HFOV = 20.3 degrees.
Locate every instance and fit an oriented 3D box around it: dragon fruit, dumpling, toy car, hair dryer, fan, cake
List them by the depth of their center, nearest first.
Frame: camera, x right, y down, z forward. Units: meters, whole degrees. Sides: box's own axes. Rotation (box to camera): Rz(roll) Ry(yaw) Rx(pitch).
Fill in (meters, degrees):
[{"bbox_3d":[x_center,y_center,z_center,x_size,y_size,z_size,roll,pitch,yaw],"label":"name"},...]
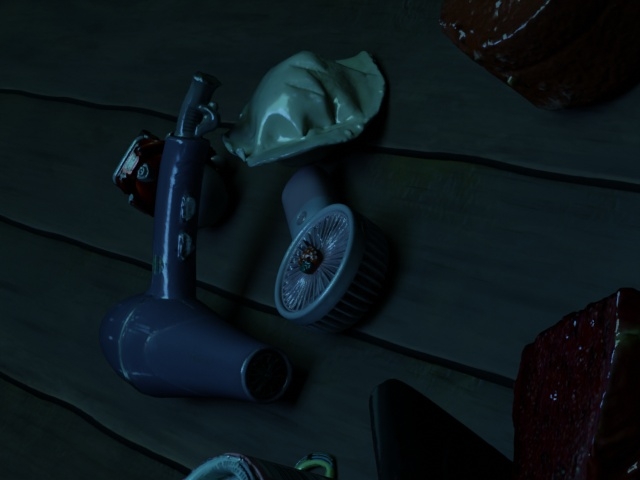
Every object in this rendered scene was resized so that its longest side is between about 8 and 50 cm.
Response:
[{"bbox_3d":[0.237,0.163,1.320,0.317,0.152,0.205,126,155,-79],"label":"dragon fruit"},{"bbox_3d":[0.237,-0.266,1.649,0.177,0.151,0.283,-9,54,58],"label":"cake"},{"bbox_3d":[0.000,0.000,1.864,0.130,0.074,0.244,-51,28,19],"label":"fan"},{"bbox_3d":[-0.133,-0.001,1.922,0.301,0.121,0.361,9,98,54],"label":"hair dryer"},{"bbox_3d":[-0.006,-0.139,1.953,0.181,0.111,0.155,-52,41,3],"label":"dumpling"},{"bbox_3d":[-0.166,-0.062,2.114,0.112,0.139,0.112,41,103,40],"label":"toy car"}]

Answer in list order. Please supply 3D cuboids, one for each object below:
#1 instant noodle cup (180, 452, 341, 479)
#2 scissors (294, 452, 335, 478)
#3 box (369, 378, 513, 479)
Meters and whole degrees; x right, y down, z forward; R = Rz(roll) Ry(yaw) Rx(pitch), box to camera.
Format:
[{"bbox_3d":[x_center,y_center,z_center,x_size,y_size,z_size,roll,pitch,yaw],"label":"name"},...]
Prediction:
[{"bbox_3d":[-0.001,0.287,1.461,0.244,0.255,0.244,-35,42,39],"label":"instant noodle cup"},{"bbox_3d":[-0.059,0.260,1.794,0.187,0.020,0.133,11,72,56],"label":"scissors"},{"bbox_3d":[0.115,0.221,1.393,0.042,0.201,0.212,-35,37,27],"label":"box"}]
